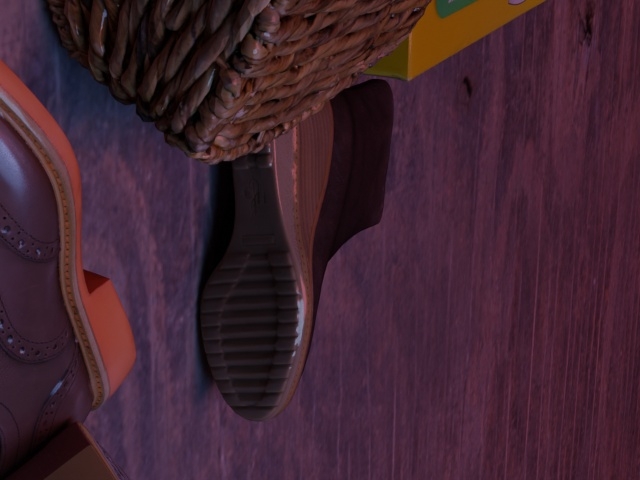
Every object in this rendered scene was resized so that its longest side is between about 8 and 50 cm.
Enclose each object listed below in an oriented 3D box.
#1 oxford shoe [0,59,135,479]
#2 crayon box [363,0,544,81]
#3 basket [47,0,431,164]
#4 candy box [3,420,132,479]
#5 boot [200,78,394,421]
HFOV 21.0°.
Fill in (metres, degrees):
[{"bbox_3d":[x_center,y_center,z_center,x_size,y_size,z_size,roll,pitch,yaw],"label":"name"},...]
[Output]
[{"bbox_3d":[-0.196,0.008,0.865,0.133,0.130,0.363,-56,146,-29],"label":"oxford shoe"},{"bbox_3d":[0.107,-0.325,1.378,0.363,0.106,0.313,-34,130,-55],"label":"crayon box"},{"bbox_3d":[-0.059,-0.203,1.100,0.213,0.223,0.299,-56,169,34],"label":"basket"},{"bbox_3d":[-0.116,0.272,0.999,0.183,0.087,0.316,-39,128,-6],"label":"candy box"},{"bbox_3d":[0.000,0.000,1.297,0.207,0.090,0.248,-12,107,-60],"label":"boot"}]
